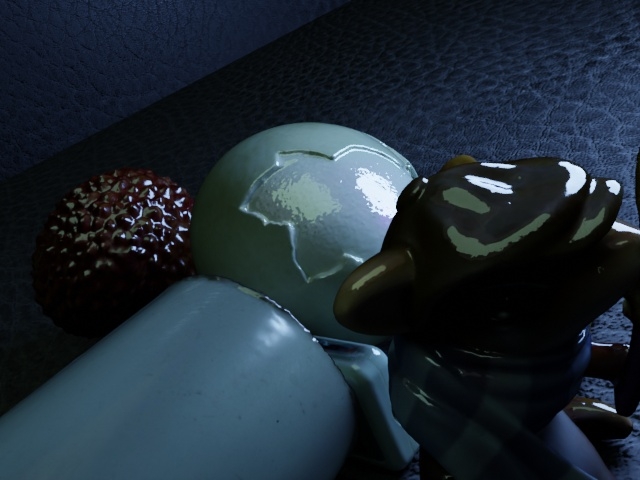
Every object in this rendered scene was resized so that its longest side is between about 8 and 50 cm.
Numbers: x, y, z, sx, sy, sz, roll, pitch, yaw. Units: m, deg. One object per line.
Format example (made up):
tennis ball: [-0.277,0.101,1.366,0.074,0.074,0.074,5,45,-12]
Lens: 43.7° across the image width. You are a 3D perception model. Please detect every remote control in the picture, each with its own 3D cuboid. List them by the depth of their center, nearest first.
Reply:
remote control: [-0.037,0.153,0.840,0.296,0.140,0.056,3,33,43]

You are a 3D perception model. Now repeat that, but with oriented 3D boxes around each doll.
doll: [0.163,0.100,0.581,0.209,0.340,0.318,0,22,47]

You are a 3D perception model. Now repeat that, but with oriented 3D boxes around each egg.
egg: [0.000,0.000,0.941,0.278,0.278,0.336,-36,30,-22]

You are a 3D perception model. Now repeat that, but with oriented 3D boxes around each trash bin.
trash bin: [-0.179,0.245,0.646,0.280,0.280,0.432,-1,31,40]

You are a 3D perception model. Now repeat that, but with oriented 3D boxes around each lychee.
lychee: [-0.286,0.041,1.168,0.264,0.300,0.264,8,2,0]
